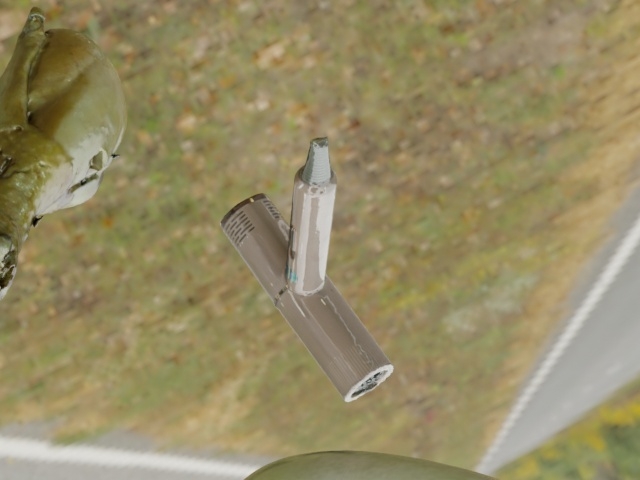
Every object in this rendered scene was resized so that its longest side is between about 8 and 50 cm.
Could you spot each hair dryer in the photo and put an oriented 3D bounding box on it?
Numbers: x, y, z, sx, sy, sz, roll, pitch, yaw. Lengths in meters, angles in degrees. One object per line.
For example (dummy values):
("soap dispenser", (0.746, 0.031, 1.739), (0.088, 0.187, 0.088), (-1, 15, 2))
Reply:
("hair dryer", (0.008, 0.008, 1.325), (0.053, 0.195, 0.220), (-28, 162, -27))

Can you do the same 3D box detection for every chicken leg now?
("chicken leg", (-0.318, -0.077, 1.744), (0.152, 0.201, 0.429), (6, -142, 10))

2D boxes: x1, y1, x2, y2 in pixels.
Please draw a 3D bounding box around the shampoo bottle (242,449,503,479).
("shampoo bottle", (0.034, 0.287, 0.803), (0.322, 0.322, 0.317), (-45, -157, 60))
